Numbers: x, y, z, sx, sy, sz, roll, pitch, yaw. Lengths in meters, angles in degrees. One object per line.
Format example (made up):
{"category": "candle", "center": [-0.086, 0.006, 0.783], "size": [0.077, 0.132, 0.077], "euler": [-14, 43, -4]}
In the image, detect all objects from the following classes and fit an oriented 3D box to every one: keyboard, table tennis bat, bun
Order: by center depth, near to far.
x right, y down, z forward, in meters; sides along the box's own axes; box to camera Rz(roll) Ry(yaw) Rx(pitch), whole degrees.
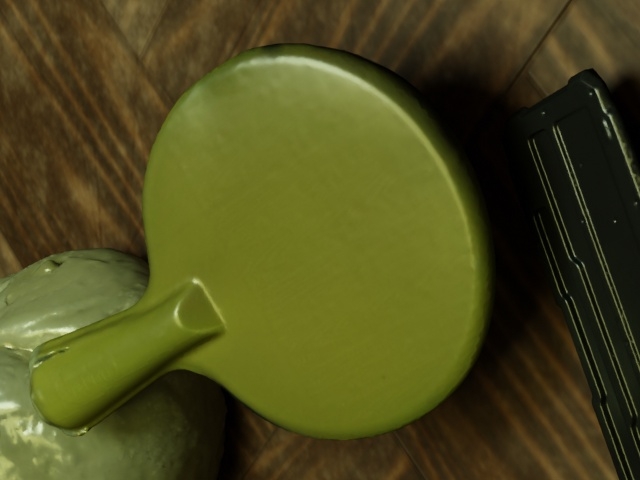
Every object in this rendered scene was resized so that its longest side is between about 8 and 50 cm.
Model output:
{"category": "keyboard", "center": [0.160, 0.046, 0.925], "size": [0.106, 0.016, 0.262], "euler": [-30, 77, 60]}
{"category": "table tennis bat", "center": [-0.048, 0.030, 1.046], "size": [0.368, 0.054, 0.224], "euler": [-32, 87, 39]}
{"category": "bun", "center": [-0.189, 0.133, 1.268], "size": [0.259, 0.160, 0.259], "euler": [19, 117, 43]}
